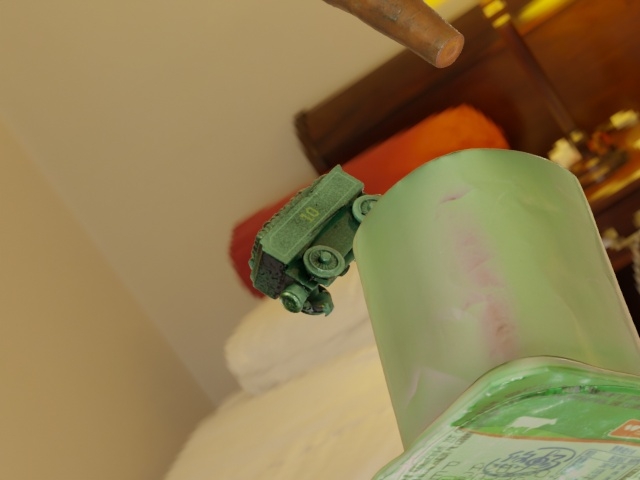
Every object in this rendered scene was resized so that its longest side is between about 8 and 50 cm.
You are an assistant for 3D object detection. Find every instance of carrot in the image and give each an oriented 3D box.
[{"bbox_3d":[0.031,-0.119,0.675,0.032,0.093,0.032,-39,-29,-26],"label":"carrot"}]

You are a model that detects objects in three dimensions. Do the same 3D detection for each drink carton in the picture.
[{"bbox_3d":[0.085,0.046,0.634,0.146,0.142,0.144,10,-41,-32],"label":"drink carton"}]

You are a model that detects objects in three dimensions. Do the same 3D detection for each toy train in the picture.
[{"bbox_3d":[0.000,0.000,1.259,0.172,0.099,0.070,-45,-19,-42],"label":"toy train"}]
